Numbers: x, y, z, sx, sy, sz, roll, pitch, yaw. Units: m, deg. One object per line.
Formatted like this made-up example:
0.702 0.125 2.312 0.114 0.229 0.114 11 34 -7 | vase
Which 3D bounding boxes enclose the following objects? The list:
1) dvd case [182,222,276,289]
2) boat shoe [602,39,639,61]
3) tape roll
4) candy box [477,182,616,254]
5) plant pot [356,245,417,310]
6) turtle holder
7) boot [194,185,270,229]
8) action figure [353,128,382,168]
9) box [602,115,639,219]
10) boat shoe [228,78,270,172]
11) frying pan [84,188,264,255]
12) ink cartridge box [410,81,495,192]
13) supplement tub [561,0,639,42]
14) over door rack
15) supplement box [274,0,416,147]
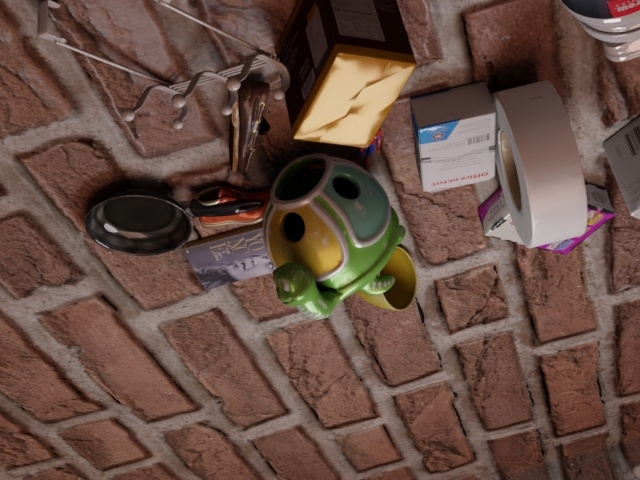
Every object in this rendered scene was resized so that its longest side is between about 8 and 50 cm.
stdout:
-0.149 0.028 2.309 0.221 0.018 0.164 -16 146 4 | dvd case
0.562 -0.404 1.857 0.277 0.098 0.096 -39 139 19 | boat shoe
0.378 -0.135 2.014 0.100 0.286 0.286 -13 146 2 | tape roll
0.460 -0.059 2.337 0.233 0.071 0.159 12 139 -33 | candy box
0.125 0.083 2.400 0.095 0.134 0.134 -7 155 39 | plant pot
-0.009 -0.008 2.066 0.320 0.243 0.227 -47 128 -22 | turtle holder
-0.156 -0.071 2.132 0.158 0.059 0.084 -12 141 1 | boot
0.089 -0.173 2.090 0.038 0.030 0.115 2 141 -13 | action figure
0.661 -0.149 2.174 0.119 0.182 0.181 18 135 -36 | box
-0.121 -0.190 1.954 0.073 0.073 0.207 -4 145 -9 | boat shoe
-0.284 -0.059 2.080 0.326 0.053 0.197 -27 139 31 | frying pan
0.241 -0.184 2.074 0.139 0.082 0.191 -12 147 0 | ink cartridge box
0.421 -0.435 1.674 0.191 0.191 0.272 -24 144 16 | supplement tub
-0.235 -0.267 1.714 0.239 0.108 0.324 -11 152 35 | over door rack
0.032 -0.281 1.763 0.129 0.194 0.191 5 142 -23 | supplement box
